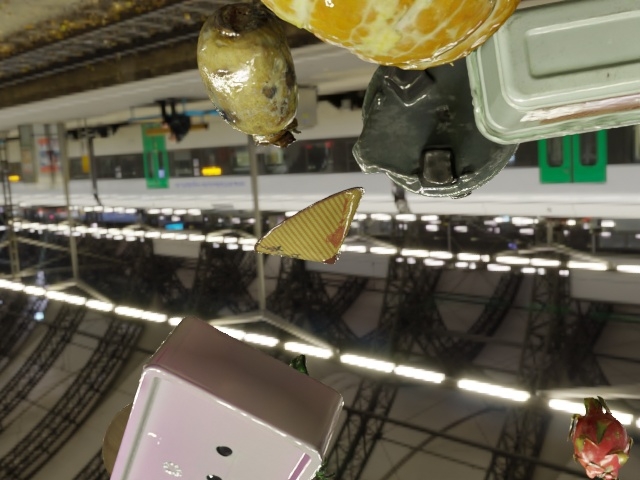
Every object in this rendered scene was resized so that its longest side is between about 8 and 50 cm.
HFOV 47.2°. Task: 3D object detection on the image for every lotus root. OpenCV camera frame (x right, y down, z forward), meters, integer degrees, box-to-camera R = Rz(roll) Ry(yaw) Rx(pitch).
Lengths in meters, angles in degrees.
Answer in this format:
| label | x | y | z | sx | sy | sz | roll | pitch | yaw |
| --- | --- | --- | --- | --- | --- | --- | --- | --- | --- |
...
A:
| label | x | y | z | sx | sy | sz | roll | pitch | yaw |
| --- | --- | --- | --- | --- | --- | --- | --- | --- | --- |
| lotus root | -0.102 | -0.237 | 1.127 | 0.154 | 0.154 | 0.278 | -2 | 148 | 12 |

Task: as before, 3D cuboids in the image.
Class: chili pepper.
| label | x | y | z | sx | sy | sz | roll | pitch | yaw |
| --- | --- | --- | --- | --- | --- | --- | --- | --- | --- |
| chili pepper | -0.031 | 0.353 | 1.338 | 0.065 | 0.278 | 0.122 | 3 | -156 | 25 |

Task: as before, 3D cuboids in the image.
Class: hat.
| label | x | y | z | sx | sy | sz | roll | pitch | yaw |
| --- | --- | --- | --- | --- | --- | --- | --- | --- | --- |
| hat | 0.000 | 0.000 | 1.112 | 0.193 | 0.082 | 0.193 | -27 | 173 | -4 |

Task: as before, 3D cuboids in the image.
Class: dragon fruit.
| label | x | y | z | sx | sy | sz | roll | pitch | yaw |
| --- | --- | --- | --- | --- | --- | --- | --- | --- | --- |
| dragon fruit | 0.411 | 0.288 | 1.077 | 0.086 | 0.081 | 0.116 | 19 | -129 | 2 |

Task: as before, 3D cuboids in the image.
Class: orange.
| label | x | y | z | sx | sy | sz | roll | pitch | yaw |
| --- | --- | --- | --- | --- | --- | --- | --- | --- | --- |
| orange | 0.061 | -0.321 | 0.731 | 0.330 | 0.249 | 0.329 | 19 | -143 | -15 |

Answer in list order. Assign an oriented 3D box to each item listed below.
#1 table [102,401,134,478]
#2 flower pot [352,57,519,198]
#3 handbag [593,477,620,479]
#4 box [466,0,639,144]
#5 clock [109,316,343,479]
| label | x | y | z | sx | sy | sz | roll | pitch | yaw |
| --- | --- | --- | --- | --- | --- | --- | --- | --- | --- |
| table | -0.239 | 0.293 | 1.182 | 0.167 | 0.167 | 0.226 | -3 | -172 | -1 |
| flower pot | 0.202 | -0.205 | 1.291 | 0.299 | 0.298 | 0.283 | -2 | -176 | 10 |
| handbag | 0.451 | 0.546 | 1.287 | 0.239 | 0.089 | 0.326 | -30 | -177 | 19 |
| box | 0.362 | -0.242 | 0.974 | 0.312 | 0.175 | 0.182 | -8 | 179 | 8 |
| clock | -0.081 | 0.169 | 0.602 | 0.150 | 0.197 | 0.063 | 27 | -139 | 2 |
